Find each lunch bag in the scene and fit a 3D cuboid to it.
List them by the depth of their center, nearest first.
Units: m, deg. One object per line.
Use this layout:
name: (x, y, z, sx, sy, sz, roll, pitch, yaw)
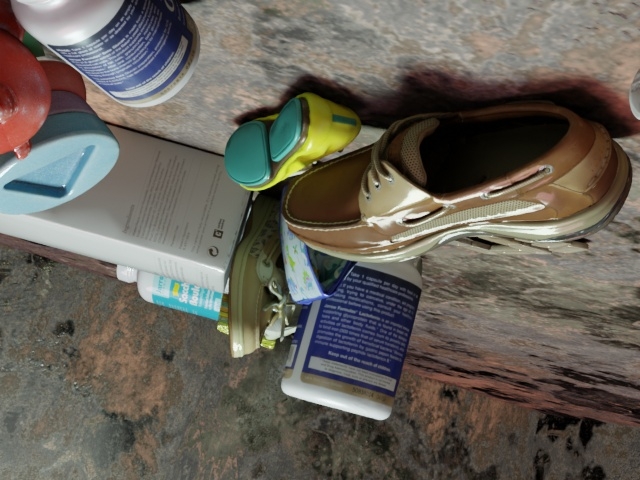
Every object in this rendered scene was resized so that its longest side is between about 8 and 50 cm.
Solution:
lunch bag: (0.000, 0.000, 1.135, 0.096, 0.151, 0.129, 11, 169, -14)

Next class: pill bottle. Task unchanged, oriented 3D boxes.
pill bottle: (-0.165, -0.173, 0.683, 0.094, 0.094, 0.169, 10, 168, 23)
pill bottle: (0.052, 0.096, 1.252, 0.153, 0.265, 0.153, 15, 170, 3)
pill bottle: (-0.252, 0.065, 1.794, 0.264, 0.146, 0.146, 14, 168, 4)

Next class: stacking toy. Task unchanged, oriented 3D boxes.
stacking toy: (-0.316, -0.067, 0.774, 0.279, 0.130, 0.309, -29, 166, -3)

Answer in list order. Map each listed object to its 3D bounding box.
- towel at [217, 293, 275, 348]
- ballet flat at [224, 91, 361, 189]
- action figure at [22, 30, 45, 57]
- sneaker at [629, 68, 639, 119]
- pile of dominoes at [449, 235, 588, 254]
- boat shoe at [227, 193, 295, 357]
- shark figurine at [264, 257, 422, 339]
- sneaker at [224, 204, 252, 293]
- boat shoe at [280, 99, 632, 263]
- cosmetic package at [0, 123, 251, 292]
towel: (-0.116, 0.081, 1.593, 0.102, 0.237, 0.021, 21, 127, -15)
ballet flat: (-0.028, -0.096, 0.947, 0.077, 0.077, 0.231, 0, 174, -24)
action figure: (-0.303, -0.218, 0.725, 0.137, 0.063, 0.232, 17, 172, 0)
sneaker: (0.277, -0.092, 0.592, 0.065, 0.061, 0.158, 17, 171, -43)
pile of dominoes: (0.192, -0.024, 1.129, 0.251, 0.040, 0.196, 14, 171, -37)
boat shoe: (-0.065, 0.038, 1.227, 0.089, 0.285, 0.104, 7, 133, 3)
shark figurine: (0.024, 0.074, 1.383, 0.278, 0.116, 0.166, -11, 171, 1)
sneaker: (-0.101, 0.031, 1.455, 0.366, 0.137, 0.210, 19, 170, -6)
boat shoe: (0.099, -0.063, 0.816, 0.324, 0.122, 0.120, -8, 148, 33)
cosmetic package: (-0.283, -0.056, 1.240, 0.365, 0.155, 0.197, 17, 168, -4)
